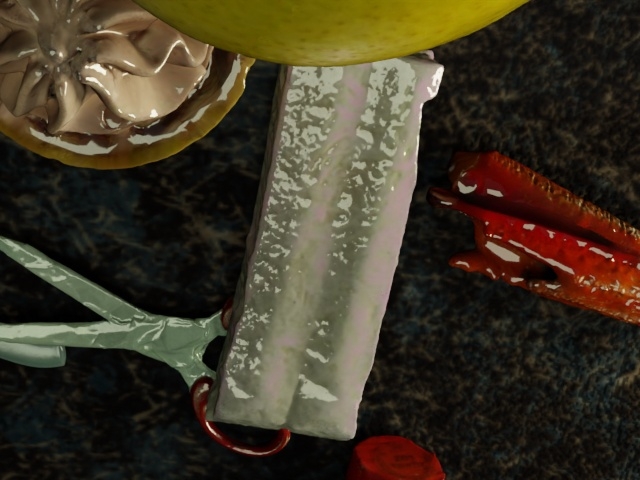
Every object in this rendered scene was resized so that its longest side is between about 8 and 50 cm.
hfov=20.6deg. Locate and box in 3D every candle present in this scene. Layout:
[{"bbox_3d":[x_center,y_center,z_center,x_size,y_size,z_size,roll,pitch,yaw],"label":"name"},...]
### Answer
[{"bbox_3d":[0.208,0.020,1.191,0.302,0.059,0.084,21,125,-13],"label":"candle"}]

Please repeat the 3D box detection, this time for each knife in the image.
[{"bbox_3d":[-0.276,0.051,1.215,0.210,0.015,0.028,17,120,-12],"label":"knife"}]

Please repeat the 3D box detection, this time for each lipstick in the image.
[{"bbox_3d":[0.028,0.276,1.319,0.073,0.073,0.279,9,119,-7],"label":"lipstick"}]

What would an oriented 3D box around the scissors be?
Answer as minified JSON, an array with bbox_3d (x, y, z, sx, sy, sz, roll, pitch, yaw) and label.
[{"bbox_3d":[-0.120,0.063,1.218,0.248,0.017,0.144,17,113,-13],"label":"scissors"}]

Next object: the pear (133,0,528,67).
[{"bbox_3d":[-0.008,-0.251,0.829,0.386,0.191,0.340,-5,96,8],"label":"pear"}]

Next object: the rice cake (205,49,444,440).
[{"bbox_3d":[0.002,-0.001,1.162,0.106,0.050,0.298,9,113,-10],"label":"rice cake"}]

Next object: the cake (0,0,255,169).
[{"bbox_3d":[-0.127,-0.125,1.034,0.185,0.178,0.207,-26,120,11],"label":"cake"}]
